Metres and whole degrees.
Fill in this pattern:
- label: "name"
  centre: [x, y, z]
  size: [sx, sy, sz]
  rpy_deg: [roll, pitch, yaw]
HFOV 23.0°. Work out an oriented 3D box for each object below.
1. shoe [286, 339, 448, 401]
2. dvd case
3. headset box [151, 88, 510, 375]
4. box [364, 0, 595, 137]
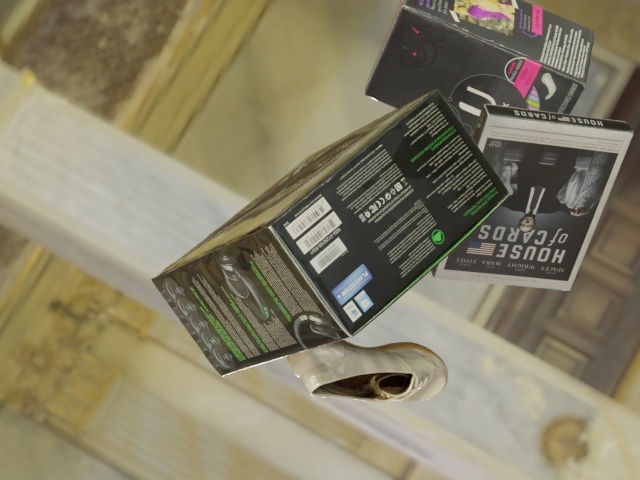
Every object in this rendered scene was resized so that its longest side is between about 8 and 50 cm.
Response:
- label: "shoe"
  centre: [0.055, 0.143, 1.622]
  size: [0.219, 0.058, 0.076]
  rpy_deg: [14, -54, -41]
- label: "dvd case"
  centre: [0.244, -0.046, 1.843]
  size: [0.029, 0.179, 0.238]
  rpy_deg: [-101, 21, -52]
- label: "headset box"
  centre: [0.000, 0.000, 1.553]
  size: [0.246, 0.131, 0.283]
  rpy_deg: [-40, 9, -32]
- label: "box"
  centre: [0.221, -0.245, 2.174]
  size: [0.143, 0.270, 0.165]
  rpy_deg: [-68, 1, -49]
